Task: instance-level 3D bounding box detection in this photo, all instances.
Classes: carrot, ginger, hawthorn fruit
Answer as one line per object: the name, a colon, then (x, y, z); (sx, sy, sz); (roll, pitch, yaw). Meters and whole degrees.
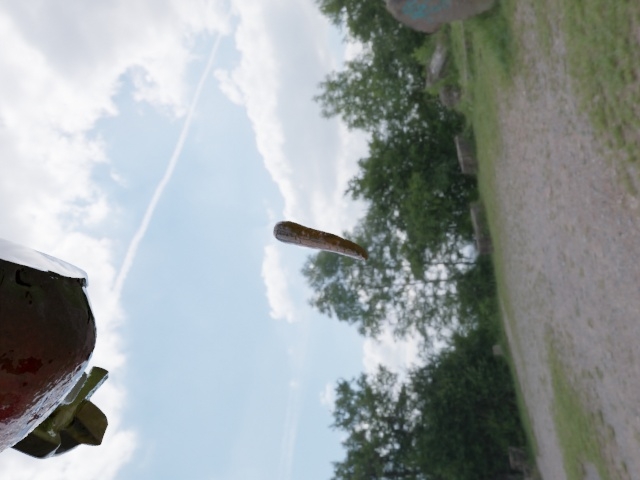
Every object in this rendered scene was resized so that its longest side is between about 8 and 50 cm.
carrot: (0.000, 0.000, 1.041); (0.047, 0.191, 0.047); (13, -90, -76)
ginger: (-0.696, 0.324, 1.301); (0.211, 0.358, 0.413); (-55, -44, -17)
hawthorn fruit: (-0.346, 0.112, 0.539); (0.215, 0.250, 0.215); (34, -162, -13)

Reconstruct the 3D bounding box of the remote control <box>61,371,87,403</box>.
remote control: (-0.556, 0.243, 1.004); (0.029, 0.260, 0.067); (87, -164, -44)
